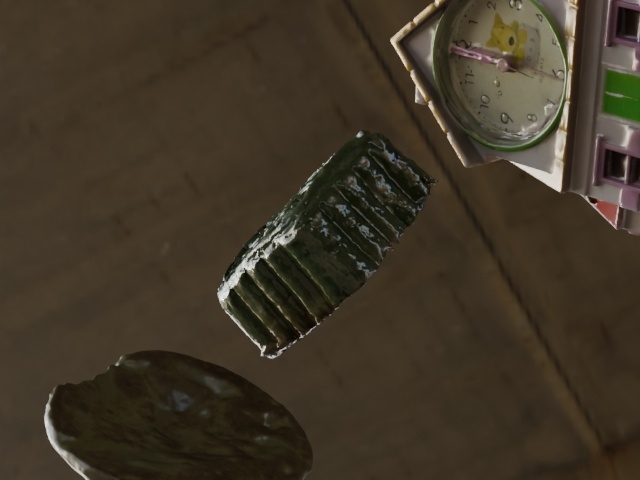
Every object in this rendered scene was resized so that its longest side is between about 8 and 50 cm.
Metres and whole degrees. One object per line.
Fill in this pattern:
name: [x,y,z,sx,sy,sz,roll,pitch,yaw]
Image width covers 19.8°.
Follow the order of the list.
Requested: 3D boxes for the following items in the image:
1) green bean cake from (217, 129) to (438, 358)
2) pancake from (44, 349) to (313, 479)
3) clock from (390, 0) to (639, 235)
green bean cake: [0.000,0.000,1.657,0.094,0.181,0.173,43,-40,-5]
pancake: [-0.116,0.163,1.511,0.222,0.236,0.042,21,-69,1]
clock: [0.190,-0.142,1.343,0.166,0.309,0.235,-20,-60,-43]
